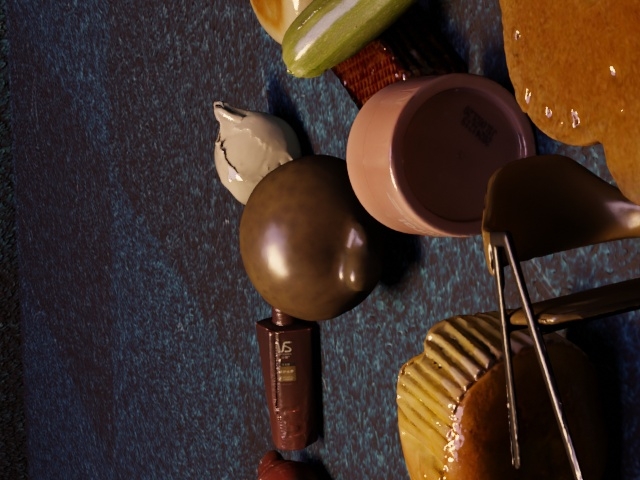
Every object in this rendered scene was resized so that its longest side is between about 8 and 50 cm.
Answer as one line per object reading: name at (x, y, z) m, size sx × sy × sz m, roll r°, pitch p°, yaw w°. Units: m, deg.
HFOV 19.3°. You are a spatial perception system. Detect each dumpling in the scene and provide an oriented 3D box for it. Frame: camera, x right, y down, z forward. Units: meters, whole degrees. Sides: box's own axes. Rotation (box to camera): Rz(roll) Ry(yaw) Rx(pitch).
dumpling at (-0.072, -0.092, 2.297) m, size 0.188 × 0.108 × 0.127 m, roll 49°, pitch 171°, yaw 25°

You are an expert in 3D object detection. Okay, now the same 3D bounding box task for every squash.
squash at (0.049, -0.235, 1.804) m, size 0.239 × 0.069 × 0.069 m, roll -38°, pitch 59°, yaw 29°

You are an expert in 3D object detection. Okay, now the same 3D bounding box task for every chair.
chair at (0.219, 0.053, 1.492) m, size 0.172 × 0.159 × 0.246 m, roll -178°, pitch 77°, yaw -72°

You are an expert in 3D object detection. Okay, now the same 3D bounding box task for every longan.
longan at (0.000, 0.000, 2.055) m, size 0.204 × 0.159 × 0.185 m, roll 36°, pitch 123°, yaw 50°

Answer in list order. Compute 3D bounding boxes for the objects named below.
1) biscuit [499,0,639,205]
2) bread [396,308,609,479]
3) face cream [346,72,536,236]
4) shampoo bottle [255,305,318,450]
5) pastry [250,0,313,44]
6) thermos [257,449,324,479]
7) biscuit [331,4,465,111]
biscuit at (0.242, -0.172, 1.459) m, size 0.344 × 0.057 × 0.287 m, roll 135°, pitch 122°, yaw -66°
bread at (0.166, 0.187, 1.678) m, size 0.133 × 0.179 × 0.250 m, roll 37°, pitch 134°, yaw 55°
face cream at (0.110, -0.078, 1.727) m, size 0.104 × 0.149 × 0.149 m, roll -175°, pitch 75°, yaw -68°
shampoo bottle at (-0.038, 0.147, 2.369) m, size 0.067 × 0.068 × 0.236 m, roll -143°, pitch 44°, yaw -61°
pastry at (-0.023, -0.288, 2.066) m, size 0.156 × 0.092 × 0.156 m, roll 170°, pitch 90°, yaw -73°
thermos at (-0.024, 0.352, 2.384) m, size 0.232 × 0.099 × 0.124 m, roll -130°, pitch 33°, yaw -51°
biscuit at (0.062, -0.197, 1.913) m, size 0.252 × 0.070 × 0.106 m, roll -120°, pitch 29°, yaw -44°
